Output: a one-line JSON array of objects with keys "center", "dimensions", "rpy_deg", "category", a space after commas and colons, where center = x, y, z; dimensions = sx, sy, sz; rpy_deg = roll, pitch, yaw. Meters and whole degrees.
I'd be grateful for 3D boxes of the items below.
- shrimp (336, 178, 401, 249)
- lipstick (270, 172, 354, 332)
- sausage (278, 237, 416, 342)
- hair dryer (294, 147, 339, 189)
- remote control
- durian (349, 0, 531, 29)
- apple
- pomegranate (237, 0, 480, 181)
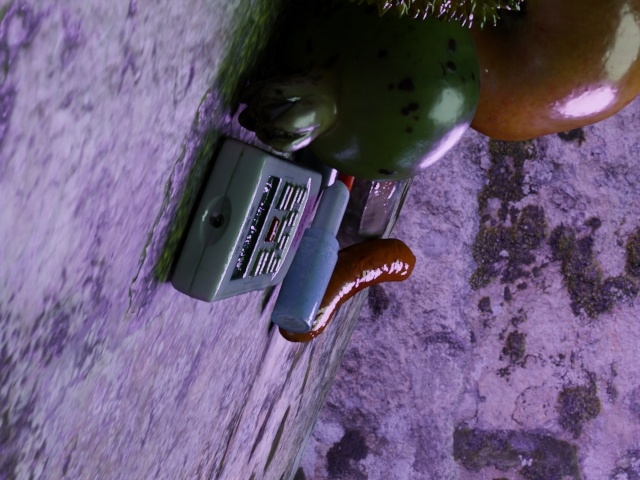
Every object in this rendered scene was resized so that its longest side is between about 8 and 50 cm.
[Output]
[{"center": [0.095, -0.114, 1.687], "dimensions": [0.445, 0.110, 0.221], "rpy_deg": [109, 2, -71], "category": "shrimp"}, {"center": [0.000, 0.000, 1.494], "dimensions": [0.068, 0.061, 0.274], "rpy_deg": [61, 41, -51], "category": "lipstick"}, {"center": [0.041, 0.064, 1.642], "dimensions": [0.302, 0.076, 0.103], "rpy_deg": [-27, 114, -44], "category": "sausage"}, {"center": [0.019, -0.155, 1.267], "dimensions": [0.197, 0.057, 0.100], "rpy_deg": [-69, 177, -46], "category": "hair dryer"}, {"center": [-0.062, -0.018, 1.048], "dimensions": [0.344, 0.050, 0.145], "rpy_deg": [-8, 119, -81], "category": "remote control"}, {"center": [0.106, -0.291, 0.802], "dimensions": [0.291, 0.225, 0.291], "rpy_deg": [-63, 173, -15], "category": "durian"}, {"center": [0.320, -0.340, 1.575], "dimensions": [0.333, 0.400, 0.400], "rpy_deg": [-50, 161, -49], "category": "apple"}, {"center": [0.032, -0.142, 0.951], "dimensions": [0.248, 0.202, 0.202], "rpy_deg": [-20, 140, -37], "category": "pomegranate"}]
